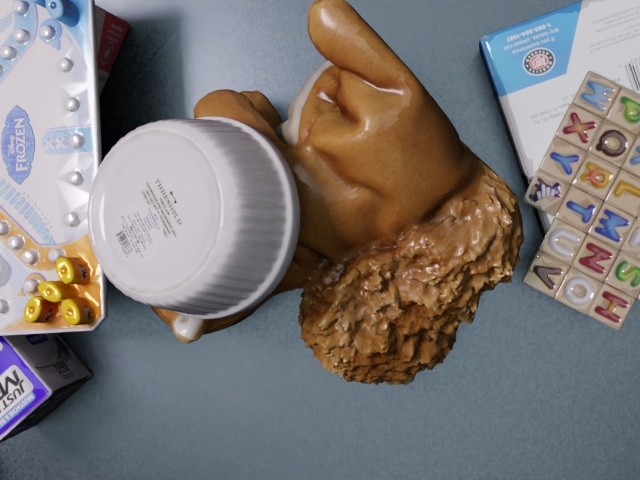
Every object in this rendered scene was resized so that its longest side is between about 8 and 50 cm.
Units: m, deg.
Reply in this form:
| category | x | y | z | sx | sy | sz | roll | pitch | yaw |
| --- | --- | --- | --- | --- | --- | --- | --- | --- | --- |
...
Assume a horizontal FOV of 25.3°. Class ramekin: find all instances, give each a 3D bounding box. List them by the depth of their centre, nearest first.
| category | x | y | z | sx | sy | sz | roll | pitch | yaw |
| --- | --- | --- | --- | --- | --- | --- | --- | --- | --- |
| ramekin | -0.133 | -0.025 | 1.411 | 0.207 | 0.109 | 0.207 | -1 | 87 | 29 |

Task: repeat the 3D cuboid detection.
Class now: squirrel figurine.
| category | x | y | z | sx | sy | sz | roll | pitch | yaw |
| --- | --- | --- | --- | --- | --- | --- | --- | --- | --- |
| squirrel figurine | 0.000 | 0.000 | 1.551 | 0.370 | 0.281 | 0.397 | -43 | 92 | 0 |

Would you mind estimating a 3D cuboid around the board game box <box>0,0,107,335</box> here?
| category | x | y | z | sx | sy | sz | roll | pitch | yaw |
| --- | --- | --- | --- | --- | --- | --- | --- | --- | --- |
| board game box | -0.419 | -0.091 | 1.492 | 0.390 | 0.050 | 0.389 | -4 | 86 | 15 |

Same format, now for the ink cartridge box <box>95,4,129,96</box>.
| category | x | y | z | sx | sy | sz | roll | pitch | yaw |
| --- | --- | --- | --- | --- | --- | --- | --- | --- | --- |
| ink cartridge box | -0.344 | -0.150 | 1.615 | 0.117 | 0.207 | 0.283 | 23 | 93 | 7 |

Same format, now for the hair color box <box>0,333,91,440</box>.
| category | x | y | z | sx | sy | sz | roll | pitch | yaw |
| --- | --- | --- | --- | --- | --- | --- | --- | --- | --- |
| hair color box | -0.426 | 0.069 | 1.637 | 0.110 | 0.185 | 0.339 | -42 | 87 | 4 |

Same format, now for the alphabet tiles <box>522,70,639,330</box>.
| category | x | y | z | sx | sy | sz | roll | pitch | yaw |
| --- | --- | --- | --- | --- | --- | --- | --- | --- | --- |
| alphabet tiles | 0.323 | -0.034 | 1.533 | 0.198 | 0.009 | 0.237 | 27 | 93 | 2 |

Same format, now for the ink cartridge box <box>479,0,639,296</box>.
| category | x | y | z | sx | sy | sz | roll | pitch | yaw |
| --- | --- | --- | --- | --- | --- | --- | --- | --- | --- |
| ink cartridge box | 0.331 | -0.115 | 1.600 | 0.223 | 0.129 | 0.307 | -19 | 90 | 5 |
